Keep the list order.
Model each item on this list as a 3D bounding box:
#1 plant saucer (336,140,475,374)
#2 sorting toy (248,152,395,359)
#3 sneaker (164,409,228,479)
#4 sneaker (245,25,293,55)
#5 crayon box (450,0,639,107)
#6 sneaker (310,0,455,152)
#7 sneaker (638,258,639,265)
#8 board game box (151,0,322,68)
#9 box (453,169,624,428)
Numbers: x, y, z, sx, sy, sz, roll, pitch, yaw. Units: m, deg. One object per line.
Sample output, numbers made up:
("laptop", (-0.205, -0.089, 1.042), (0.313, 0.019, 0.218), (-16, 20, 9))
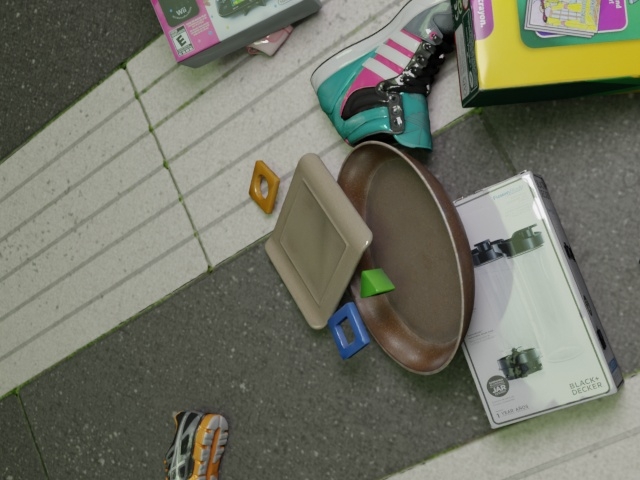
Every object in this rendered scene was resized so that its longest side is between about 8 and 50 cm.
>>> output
("plant saucer", (0.110, 0.020, 1.043), (0.310, 0.050, 0.311), (45, 143, 50))
("sorting toy", (0.000, 0.000, 1.148), (0.348, 0.047, 0.196), (57, 138, 31))
("sneaker", (-0.212, 0.372, 1.275), (0.083, 0.084, 0.215), (15, 88, 29))
("sneaker", (-0.112, -0.334, 1.236), (0.134, 0.051, 0.070), (36, 100, 18))
("crayon box", (0.308, -0.352, 0.923), (0.312, 0.106, 0.363), (-5, 87, -2))
("sneaker", (0.129, -0.210, 1.070), (0.295, 0.123, 0.179), (-29, 72, 32))
("sneaker", (0.415, -0.005, 0.983), (0.037, 0.032, 0.083), (41, 103, 35))
("board game box", (-0.159, -0.437, 1.156), (0.223, 0.097, 0.304), (-22, 91, 14))
("box", (0.254, 0.074, 1.029), (0.169, 0.087, 0.290), (-25, 79, 25))
